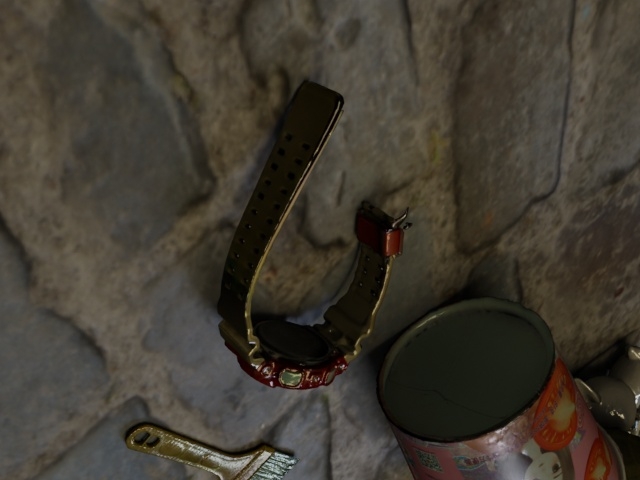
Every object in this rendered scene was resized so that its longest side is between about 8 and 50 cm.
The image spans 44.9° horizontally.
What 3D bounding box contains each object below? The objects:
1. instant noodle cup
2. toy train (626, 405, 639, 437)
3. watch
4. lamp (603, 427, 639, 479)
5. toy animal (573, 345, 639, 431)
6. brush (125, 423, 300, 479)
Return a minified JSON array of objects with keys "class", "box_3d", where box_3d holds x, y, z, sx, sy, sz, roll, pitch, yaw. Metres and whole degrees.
[{"class":"instant noodle cup","box_3d":[0.190,0.207,0.856,0.243,0.243,0.231,-33,123,-6]},{"class":"toy train","box_3d":[0.499,0.227,1.147,0.085,0.053,0.250,-8,125,-14]},{"class":"watch","box_3d":[0.001,0.007,0.709,0.164,0.102,0.268,14,104,-43]},{"class":"lamp","box_3d":[0.375,0.341,0.960,0.284,0.250,0.250,-44,132,19]},{"class":"toy animal","box_3d":[0.374,0.207,1.054,0.181,0.131,0.127,-21,97,-25]},{"class":"brush","box_3d":[-0.118,0.237,0.835,0.082,0.010,0.218,-49,130,8]}]
